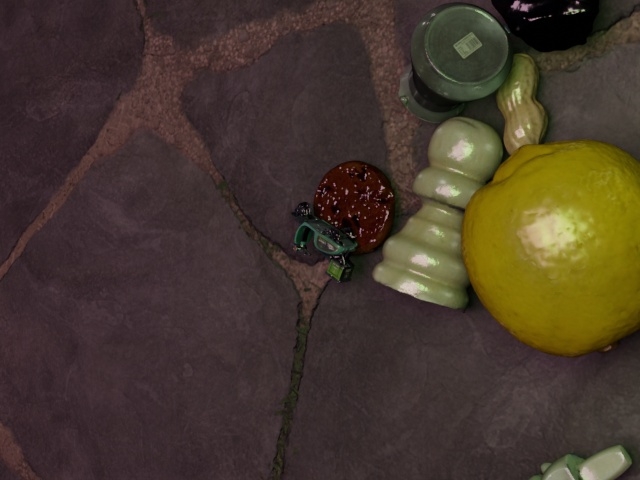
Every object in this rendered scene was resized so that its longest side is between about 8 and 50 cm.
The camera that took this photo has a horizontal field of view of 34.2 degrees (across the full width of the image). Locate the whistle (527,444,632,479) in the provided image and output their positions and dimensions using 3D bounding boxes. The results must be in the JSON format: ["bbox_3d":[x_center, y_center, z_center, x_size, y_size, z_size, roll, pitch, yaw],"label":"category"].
[{"bbox_3d":[0.407,0.409,1.710,0.244,0.092,0.110,-42,64,27],"label":"whistle"}]

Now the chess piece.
[{"bbox_3d":[0.222,-0.056,1.832,0.182,0.182,0.330,19,92,34],"label":"chess piece"}]

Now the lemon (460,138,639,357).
[{"bbox_3d":[0.385,0.011,1.610,0.348,0.348,0.347,-2,86,34],"label":"lemon"}]

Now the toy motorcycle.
[{"bbox_3d":[0.000,0.000,1.985,0.173,0.058,0.100,35,117,33],"label":"toy motorcycle"}]

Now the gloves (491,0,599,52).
[{"bbox_3d":[0.366,-0.457,1.756,0.197,0.152,0.301,-8,75,12],"label":"gloves"}]

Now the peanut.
[{"bbox_3d":[0.348,-0.232,1.798,0.082,0.082,0.187,-14,78,33],"label":"peanut"}]

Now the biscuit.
[{"bbox_3d":[0.066,-0.060,1.999,0.192,0.049,0.192,-6,81,41],"label":"biscuit"}]

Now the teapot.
[{"bbox_3d":[0.235,-0.304,1.787,0.203,0.225,0.171,-31,85,-12],"label":"teapot"}]
